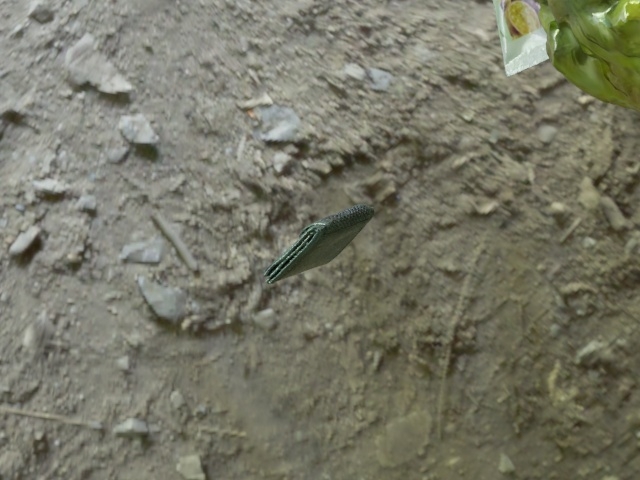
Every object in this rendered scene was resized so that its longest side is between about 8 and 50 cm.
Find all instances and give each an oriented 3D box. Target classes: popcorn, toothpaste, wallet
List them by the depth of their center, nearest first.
[{"bbox_3d":[0.246,-0.194,0.692,0.198,0.198,0.212,0,94,-10],"label":"popcorn"},{"bbox_3d":[0.000,0.000,0.989,0.088,0.129,0.026,-45,78,27],"label":"wallet"},{"bbox_3d":[0.190,-0.331,1.015,0.056,0.058,0.314,-11,82,-1],"label":"toothpaste"}]
